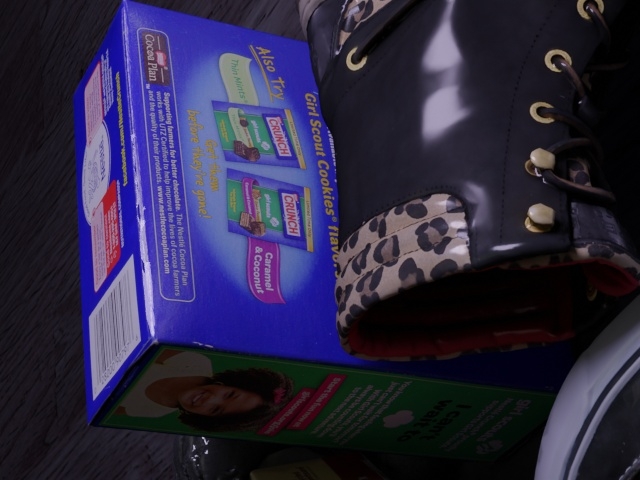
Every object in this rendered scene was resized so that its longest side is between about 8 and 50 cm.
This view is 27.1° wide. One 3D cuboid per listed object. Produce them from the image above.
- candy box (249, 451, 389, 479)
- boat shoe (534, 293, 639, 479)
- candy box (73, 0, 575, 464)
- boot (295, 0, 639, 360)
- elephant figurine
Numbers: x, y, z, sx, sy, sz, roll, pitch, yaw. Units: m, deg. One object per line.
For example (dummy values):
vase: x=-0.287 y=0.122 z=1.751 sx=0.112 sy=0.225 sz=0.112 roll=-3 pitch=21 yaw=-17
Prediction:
candy box: x=0.028 y=0.315 z=0.853 sx=0.183 sy=0.088 sz=0.316 roll=-152 pitch=54 yaw=-74
boat shoe: x=0.230 y=0.073 z=0.702 sx=0.335 sy=0.121 sz=0.119 roll=-61 pitch=30 yaw=24
candy box: x=0.000 y=0.000 z=0.919 sx=0.122 sy=0.317 sz=0.268 roll=-49 pitch=40 yaw=46
boot: x=0.152 y=-0.098 z=0.778 sx=0.377 sy=0.138 sz=0.284 roll=-16 pitch=56 yaw=26
elephant figurine: x=-0.044 y=0.184 z=1.004 sx=0.169 sy=0.239 sz=0.186 roll=-61 pitch=34 yaw=26
